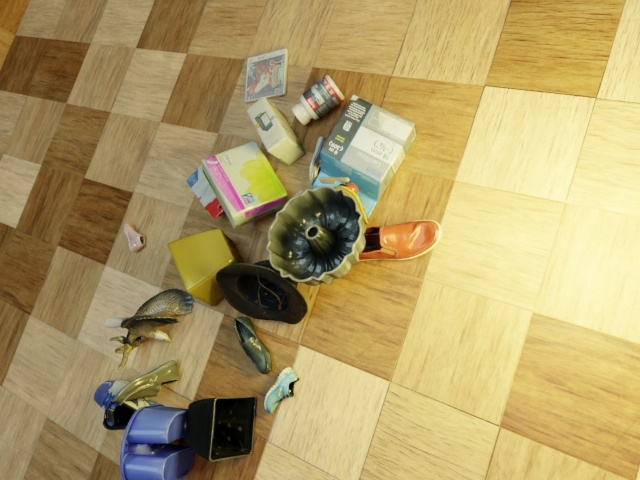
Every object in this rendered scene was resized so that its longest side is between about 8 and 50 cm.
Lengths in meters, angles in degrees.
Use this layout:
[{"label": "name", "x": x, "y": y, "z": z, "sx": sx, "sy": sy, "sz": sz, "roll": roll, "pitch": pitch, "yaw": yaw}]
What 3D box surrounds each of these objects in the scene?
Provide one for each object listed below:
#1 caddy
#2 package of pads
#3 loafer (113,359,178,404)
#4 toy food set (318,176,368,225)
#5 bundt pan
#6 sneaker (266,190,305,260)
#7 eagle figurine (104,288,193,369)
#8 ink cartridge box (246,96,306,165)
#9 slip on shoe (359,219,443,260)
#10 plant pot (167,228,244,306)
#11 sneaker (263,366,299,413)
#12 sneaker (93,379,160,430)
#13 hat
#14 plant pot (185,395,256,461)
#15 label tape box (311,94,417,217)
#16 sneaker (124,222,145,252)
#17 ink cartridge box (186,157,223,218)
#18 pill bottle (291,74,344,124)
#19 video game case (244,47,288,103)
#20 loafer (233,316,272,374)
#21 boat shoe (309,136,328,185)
[{"label": "caddy", "x": -0.541, "y": 0.671, "z": 1.675, "sx": 0.179, "sy": 0.341, "sz": 0.242, "roll": 0, "pitch": 76, "yaw": 7}, {"label": "package of pads", "x": -0.274, "y": -0.212, "z": 1.850, "sx": 0.229, "sy": 0.101, "sz": 0.297, "roll": -24, "pitch": 64, "yaw": -19}, {"label": "loafer", "x": -0.610, "y": 0.518, "z": 1.806, "sx": 0.088, "sy": 0.251, "sz": 0.094, "roll": 58, "pitch": 140, "yaw": 7}, {"label": "toy food set", "x": 0.094, "y": -0.132, "z": 1.677, "sx": 0.128, "sy": 0.218, "sz": 0.071, "roll": -2, "pitch": 31, "yaw": 39}, {"label": "bundt pan", "x": 0.000, "y": 0.000, "z": 1.593, "sx": 0.330, "sy": 0.124, "sz": 0.331, "roll": -13, "pitch": 58, "yaw": 22}, {"label": "sneaker", "x": -0.078, "y": -0.018, "z": 1.762, "sx": 0.121, "sy": 0.108, "sz": 0.303, "roll": 23, "pitch": 95, "yaw": 27}, {"label": "eagle figurine", "x": -0.636, "y": 0.306, "z": 1.891, "sx": 0.298, "sy": 0.225, "sz": 0.226, "roll": -49, "pitch": 52, "yaw": 18}, {"label": "ink cartridge box", "x": -0.162, "y": -0.401, "z": 1.868, "sx": 0.093, "sy": 0.154, "sz": 0.213, "roll": -33, "pitch": 66, "yaw": 15}, {"label": "slip on shoe", "x": 0.223, "y": -0.001, "z": 1.617, "sx": 0.331, "sy": 0.101, "sz": 0.123, "roll": -8, "pitch": 72, "yaw": 22}, {"label": "plant pot", "x": -0.390, "y": 0.082, "z": 1.830, "sx": 0.187, "sy": 0.212, "sz": 0.212, "roll": -30, "pitch": 65, "yaw": 1}, {"label": "sneaker", "x": -0.126, "y": 0.502, "z": 1.668, "sx": 0.073, "sy": 0.063, "sz": 0.162, "roll": 31, "pitch": 91, "yaw": 25}, {"label": "sneaker", "x": -0.734, "y": 0.601, "z": 1.854, "sx": 0.315, "sy": 0.182, "sz": 0.128, "roll": 16, "pitch": 82, "yaw": 27}, {"label": "hat", "x": -0.179, "y": 0.140, "z": 1.700, "sx": 0.331, "sy": 0.331, "sz": 0.134, "roll": 3, "pitch": 48, "yaw": 25}, {"label": "plant pot", "x": -0.343, "y": 0.611, "z": 1.680, "sx": 0.166, "sy": 0.188, "sz": 0.188, "roll": -8, "pitch": 73, "yaw": 35}, {"label": "label tape box", "x": 0.137, "y": -0.281, "z": 1.702, "sx": 0.240, "sy": 0.106, "sz": 0.334, "roll": 30, "pitch": 90, "yaw": 16}, {"label": "sneaker", "x": -0.768, "y": -0.023, "z": 2.109, "sx": 0.070, "sy": 0.051, "sz": 0.135, "roll": -27, "pitch": 70, "yaw": 14}, {"label": "ink cartridge box", "x": -0.404, "y": -0.192, "z": 1.968, "sx": 0.134, "sy": 0.078, "sz": 0.231, "roll": -43, "pitch": 64, "yaw": 9}, {"label": "pill bottle", "x": -0.012, "y": -0.508, "z": 1.854, "sx": 0.180, "sy": 0.108, "sz": 0.108, "roll": -36, "pitch": 65, "yaw": 13}, {"label": "video game case", "x": -0.217, "y": -0.660, "z": 2.035, "sx": 0.183, "sy": 0.023, "sz": 0.202, "roll": -5, "pitch": 75, "yaw": 24}, {"label": "loafer", "x": -0.239, "y": 0.361, "z": 1.747, "sx": 0.076, "sy": 0.078, "sz": 0.223, "roll": -38, "pitch": 64, "yaw": 12}, {"label": "boat shoe", "x": 0.008, "y": -0.282, "z": 1.809, "sx": 0.066, "sy": 0.066, "sz": 0.183, "roll": 10, "pitch": 85, "yaw": 18}]
